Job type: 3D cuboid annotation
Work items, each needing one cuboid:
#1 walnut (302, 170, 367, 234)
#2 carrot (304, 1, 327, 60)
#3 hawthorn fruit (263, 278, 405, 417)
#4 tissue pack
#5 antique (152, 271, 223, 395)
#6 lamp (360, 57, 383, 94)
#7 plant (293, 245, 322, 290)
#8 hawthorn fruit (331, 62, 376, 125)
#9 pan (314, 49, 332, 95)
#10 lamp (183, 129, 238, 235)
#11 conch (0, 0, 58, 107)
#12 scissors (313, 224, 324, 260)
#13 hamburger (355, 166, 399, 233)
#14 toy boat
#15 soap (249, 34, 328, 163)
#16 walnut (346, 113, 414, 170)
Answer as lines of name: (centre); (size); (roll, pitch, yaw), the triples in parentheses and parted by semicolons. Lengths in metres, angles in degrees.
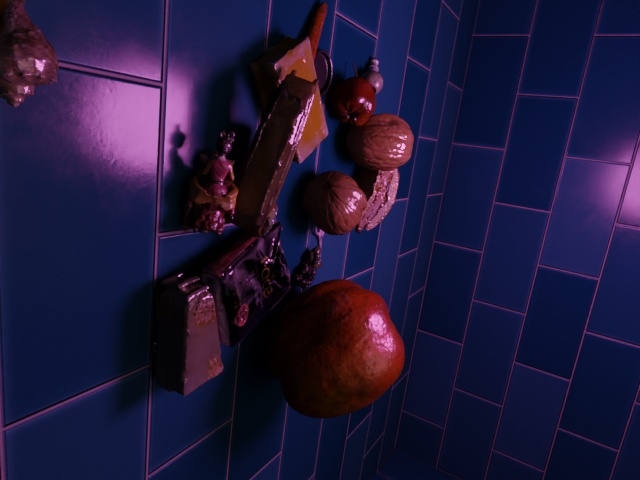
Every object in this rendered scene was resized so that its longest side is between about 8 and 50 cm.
walnut: (0.050, -0.126, 1.523); (0.228, 0.228, 0.227); (-34, 131, -50)
carrot: (-0.020, -0.627, 1.330); (0.057, 0.057, 0.224); (34, 70, -60)
hawthorn fruit: (0.031, 0.351, 1.491); (0.472, 0.472, 0.471); (-34, 131, -50)
tissue pack: (-0.199, 0.106, 1.241); (0.332, 0.123, 0.244); (-49, 145, -54)
antique: (-0.330, 0.220, 1.094); (0.150, 0.125, 0.284); (-27, 126, -54)
lamp: (0.195, -0.629, 1.683); (0.091, 0.091, 0.163); (51, 42, -56)
plant: (-0.039, 0.100, 1.600); (0.087, 0.085, 0.174); (38, 62, -30)
hawthorn fruit: (0.124, -0.508, 1.549); (0.162, 0.163, 0.203); (59, 42, -53)
pan: (-0.007, -0.489, 1.432); (0.136, 0.028, 0.235); (-11, 109, -58)
lamp: (-0.260, -0.139, 1.075); (0.118, 0.118, 0.253); (2, 98, -61)
conch: (-0.463, -0.293, 0.622); (0.155, 0.130, 0.207); (-29, 114, -69)
scissors: (0.000, 0.000, 1.686); (0.100, 0.015, 0.188); (-37, 135, -51)
hamburger: (0.212, -0.197, 1.822); (0.155, 0.245, 0.282); (25, 121, -38)
toy boat: (-0.120, -0.223, 1.163); (0.162, 0.136, 0.445); (-77, -170, -80)
soap: (-0.080, -0.401, 1.287); (0.199, 0.091, 0.314); (-51, 142, -35)
walnut: (0.220, -0.370, 1.662); (0.261, 0.225, 0.224); (7, 100, -19)
